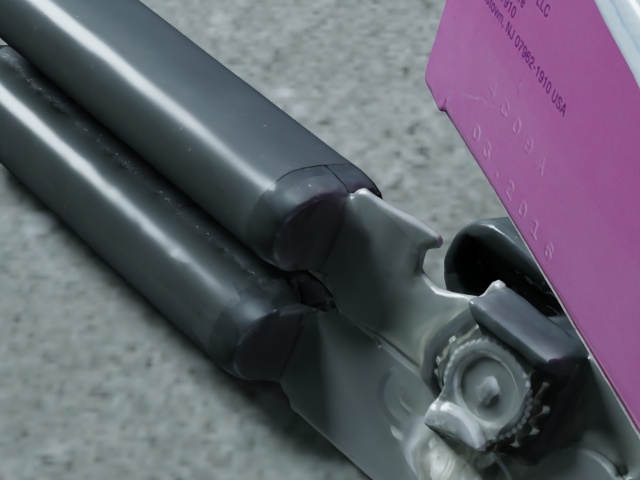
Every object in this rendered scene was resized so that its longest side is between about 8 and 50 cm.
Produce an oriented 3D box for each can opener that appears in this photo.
[{"bbox_3d":[0.000,0.000,0.516,0.095,0.076,0.283,-9,40,-46],"label":"can opener"}]

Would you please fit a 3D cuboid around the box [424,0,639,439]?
[{"bbox_3d":[0.186,-0.025,0.432,0.243,0.117,0.213,-4,46,-23],"label":"box"}]

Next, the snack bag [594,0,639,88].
[{"bbox_3d":[0.181,-0.137,0.426,0.323,0.037,0.342,-4,46,-16],"label":"snack bag"}]
